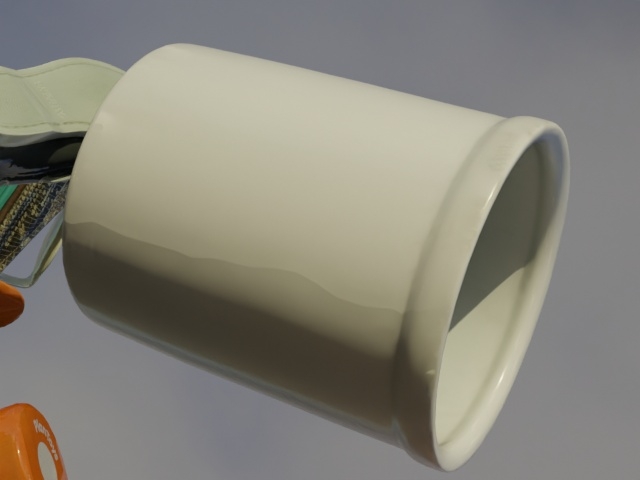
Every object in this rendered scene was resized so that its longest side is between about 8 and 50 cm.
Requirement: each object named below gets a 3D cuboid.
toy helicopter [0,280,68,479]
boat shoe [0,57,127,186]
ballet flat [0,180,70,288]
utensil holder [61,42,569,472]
[{"bbox_3d":[-0.270,0.022,0.755,0.140,0.235,0.355,-18,-63,2],"label":"toy helicopter"},{"bbox_3d":[-0.262,-0.110,1.211,0.091,0.302,0.114,-43,-110,27],"label":"boat shoe"},{"bbox_3d":[-0.473,0.033,1.719,0.164,0.483,0.182,43,0,43],"label":"ballet flat"},{"bbox_3d":[0.000,0.000,1.195,0.385,0.327,0.327,18,-54,23],"label":"utensil holder"}]
